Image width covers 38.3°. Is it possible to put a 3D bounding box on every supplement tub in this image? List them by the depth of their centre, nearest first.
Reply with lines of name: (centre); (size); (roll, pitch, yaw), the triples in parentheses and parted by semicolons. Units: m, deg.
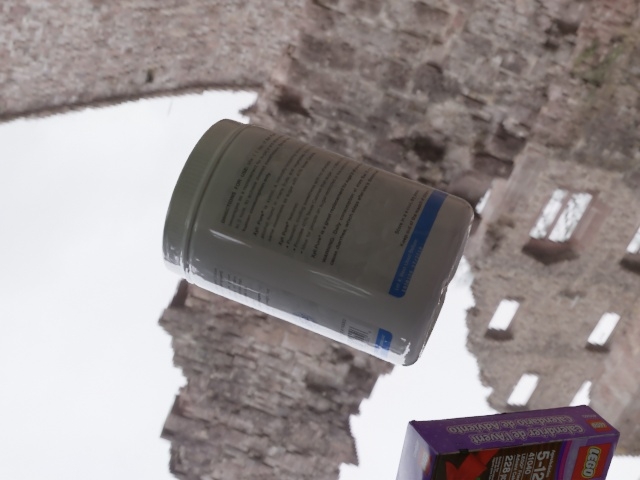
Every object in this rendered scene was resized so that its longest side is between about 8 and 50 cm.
supplement tub: (0.000, 0.000, 0.365); (0.107, 0.071, 0.071); (22, -152, 10)

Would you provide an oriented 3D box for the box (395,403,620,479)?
box: (0.154, 0.301, 0.879); (0.201, 0.293, 0.057); (-1, -157, -25)
